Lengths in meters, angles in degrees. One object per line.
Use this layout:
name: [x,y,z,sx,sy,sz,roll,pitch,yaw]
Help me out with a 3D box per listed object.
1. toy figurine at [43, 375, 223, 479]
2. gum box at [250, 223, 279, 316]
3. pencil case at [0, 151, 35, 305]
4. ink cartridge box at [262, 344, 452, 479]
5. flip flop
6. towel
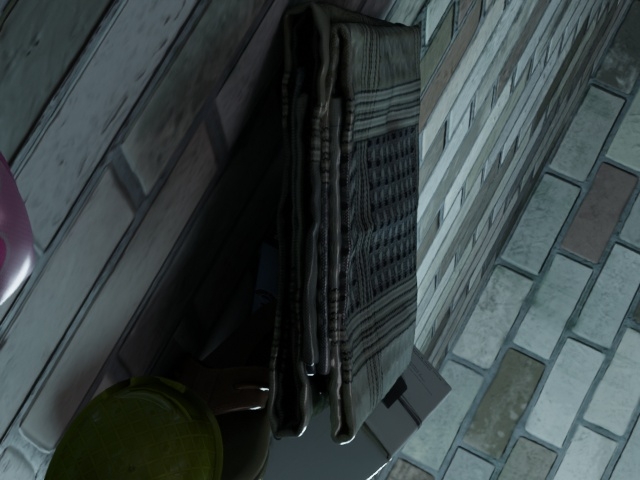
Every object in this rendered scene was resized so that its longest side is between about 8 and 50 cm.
toy figurine: [-0.126,0.214,0.690,0.362,0.191,0.217,-62,164,-18]
gum box: [0.000,0.000,1.335,0.184,0.041,0.157,-55,166,-38]
pencil case: [-0.199,0.063,0.402,0.284,0.124,0.124,-55,165,-35]
ink cartridge box: [-0.009,0.183,1.363,0.197,0.114,0.273,-43,173,16]
flip flop: [-0.071,0.111,1.139,0.277,0.112,0.080,-50,140,-47]
towel: [0.034,-0.021,1.154,0.324,0.056,0.312,-20,114,-72]
